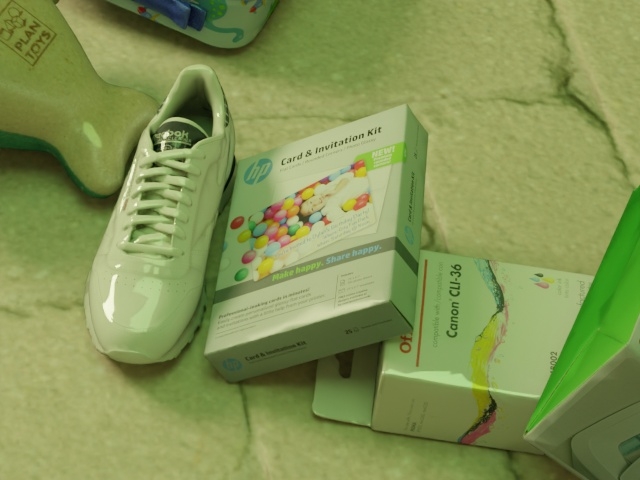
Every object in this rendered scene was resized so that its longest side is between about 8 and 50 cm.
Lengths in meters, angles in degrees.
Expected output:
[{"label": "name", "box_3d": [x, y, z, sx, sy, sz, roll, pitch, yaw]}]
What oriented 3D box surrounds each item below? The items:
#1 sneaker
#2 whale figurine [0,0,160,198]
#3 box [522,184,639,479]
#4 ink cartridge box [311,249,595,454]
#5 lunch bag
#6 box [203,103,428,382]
[{"label": "sneaker", "box_3d": [-0.113, -0.019, 1.151, 0.090, 0.095, 0.235, 10, 50, 0]}, {"label": "whale figurine", "box_3d": [-0.257, -0.126, 1.224, 0.272, 0.141, 0.216, 34, 49, -10]}, {"label": "box", "box_3d": [0.288, 0.078, 1.049, 0.231, 0.127, 0.262, 35, 47, -1]}, {"label": "ink cartridge box", "box_3d": [0.099, 0.074, 1.112, 0.198, 0.067, 0.115, 8, 49, -1]}, {"label": "lunch bag", "box_3d": [-0.124, -0.260, 1.351, 0.219, 0.090, 0.176, 24, 49, 3]}, {"label": "box", "box_3d": [0.000, 0.000, 1.137, 0.145, 0.038, 0.186, -17, 42, 25]}]
